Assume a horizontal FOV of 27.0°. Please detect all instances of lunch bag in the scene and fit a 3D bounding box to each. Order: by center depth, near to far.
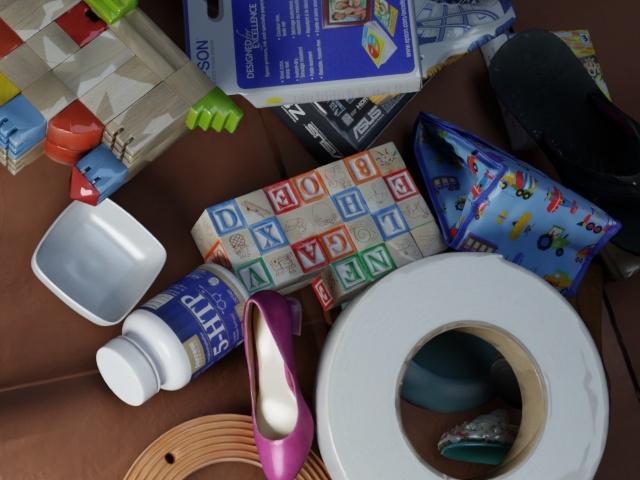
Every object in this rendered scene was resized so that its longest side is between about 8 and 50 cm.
[{"bbox_3d":[0.253,-0.074,1.907,0.221,0.138,0.293,23,20,-27],"label":"lunch bag"}]

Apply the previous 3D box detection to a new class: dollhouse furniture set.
[{"bbox_3d":[0.521,-0.066,2.045,0.242,0.212,0.161,-29,84,-2],"label":"dollhouse furniture set"}]

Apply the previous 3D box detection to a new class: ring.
[{"bbox_3d":[-0.106,0.381,1.639,0.337,0.032,0.336,11,66,-26],"label":"ring"}]

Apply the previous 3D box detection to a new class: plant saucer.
[{"bbox_3d":[0.176,0.086,1.903,0.318,0.044,0.317,11,67,-26],"label":"plant saucer"}]

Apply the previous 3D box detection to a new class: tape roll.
[{"bbox_3d":[0.182,0.207,1.704,0.392,0.072,0.391,2,81,-15],"label":"tape roll"}]

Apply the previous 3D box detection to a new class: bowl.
[{"bbox_3d":[-0.281,0.027,1.656,0.142,0.053,0.142,41,57,-11],"label":"bowl"}]

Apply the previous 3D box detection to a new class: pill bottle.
[{"bbox_3d":[-0.179,0.119,1.645,0.187,0.112,0.112,-37,92,-34],"label":"pill bottle"}]

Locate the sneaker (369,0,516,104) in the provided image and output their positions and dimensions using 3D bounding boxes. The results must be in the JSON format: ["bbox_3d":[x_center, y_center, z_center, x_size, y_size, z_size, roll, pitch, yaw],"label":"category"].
[{"bbox_3d":[0.159,-0.308,1.886,0.296,0.112,0.131,-32,93,-35],"label":"sneaker"}]

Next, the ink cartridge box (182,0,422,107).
[{"bbox_3d":[-0.030,-0.331,1.789,0.307,0.072,0.303,-5,74,2],"label":"ink cartridge box"}]

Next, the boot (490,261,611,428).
[{"bbox_3d":[0.338,0.110,1.920,0.264,0.096,0.280,25,57,-34],"label":"boot"}]

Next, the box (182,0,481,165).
[{"bbox_3d":[0.039,-0.337,1.950,0.318,0.097,0.395,47,57,-9],"label":"box"}]

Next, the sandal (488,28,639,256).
[{"bbox_3d":[0.399,-0.139,1.941,0.445,0.167,0.107,49,8,23],"label":"sandal"}]

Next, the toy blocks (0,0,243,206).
[{"bbox_3d":[-0.324,-0.195,1.639,0.381,0.191,0.261,45,65,4],"label":"toy blocks"}]

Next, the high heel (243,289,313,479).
[{"bbox_3d":[-0.062,0.183,1.626,0.117,0.082,0.244,10,86,-67],"label":"high heel"}]

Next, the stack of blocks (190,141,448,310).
[{"bbox_3d":[0.000,0.000,1.776,0.297,0.087,0.171,-21,78,-26],"label":"stack of blocks"}]

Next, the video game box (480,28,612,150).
[{"bbox_3d":[0.370,-0.244,2.134,0.205,0.048,0.187,-9,79,-32],"label":"video game box"}]

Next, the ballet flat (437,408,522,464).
[{"bbox_3d":[0.273,0.276,1.857,0.241,0.091,0.077,11,57,-17],"label":"ballet flat"}]
